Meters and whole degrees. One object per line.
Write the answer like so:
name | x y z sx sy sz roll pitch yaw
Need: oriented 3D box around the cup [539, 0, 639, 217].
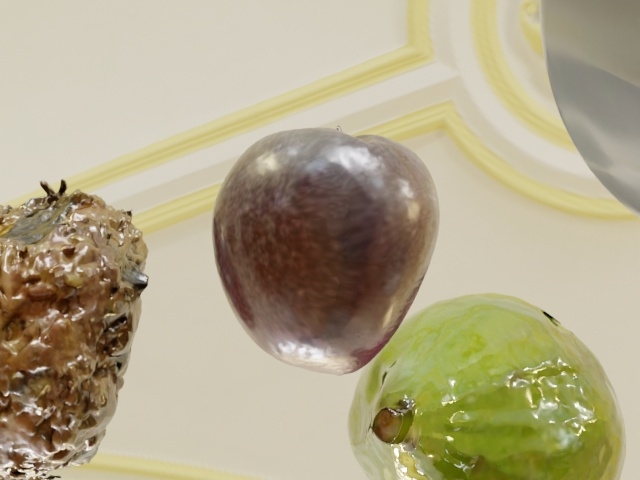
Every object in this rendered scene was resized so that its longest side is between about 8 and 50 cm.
cup | 0.242 -0.096 0.314 0.237 0.327 0.323 17 -73 -25

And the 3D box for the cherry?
cherry | -0.003 0.002 0.809 0.176 0.140 0.176 -19 -120 36

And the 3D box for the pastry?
pastry | -0.246 0.070 0.928 0.193 0.275 0.275 12 -69 -14

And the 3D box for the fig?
fig | 0.137 0.137 0.955 0.233 0.233 0.314 7 -31 15
